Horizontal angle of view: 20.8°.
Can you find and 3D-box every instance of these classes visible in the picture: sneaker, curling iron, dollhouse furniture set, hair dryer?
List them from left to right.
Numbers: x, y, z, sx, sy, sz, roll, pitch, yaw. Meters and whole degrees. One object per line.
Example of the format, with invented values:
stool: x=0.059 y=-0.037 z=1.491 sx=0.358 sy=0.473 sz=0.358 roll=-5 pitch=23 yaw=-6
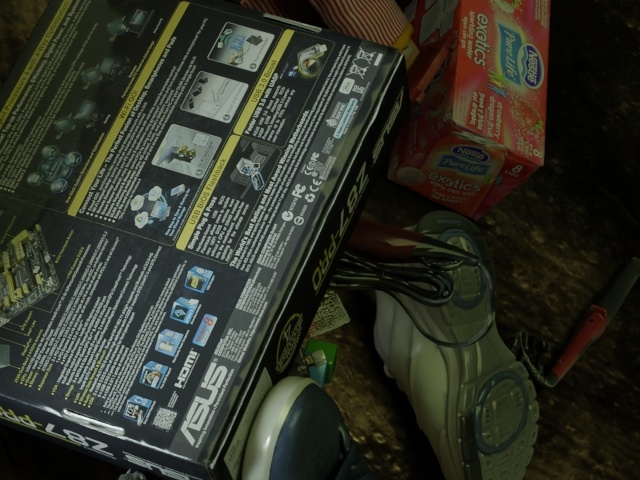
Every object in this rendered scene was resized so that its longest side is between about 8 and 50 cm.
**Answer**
dollhouse furniture set: x=-0.033 y=-0.143 z=1.677 sx=0.201 sy=0.152 sz=0.374 roll=52 pitch=44 yaw=-22
hair dryer: x=0.000 y=0.000 z=1.519 sx=0.223 sy=0.080 sz=0.293 roll=-14 pitch=59 yaw=-24
sneaker: x=0.047 y=0.248 z=1.408 sx=0.131 sy=0.148 sz=0.350 roll=-57 pitch=143 yaw=-35
sneaker: x=0.122 y=0.122 z=1.694 sx=0.111 sy=0.129 sz=0.297 roll=-12 pitch=89 yaw=-41
curling iron: x=0.285 y=0.081 z=1.878 sx=0.068 sy=0.035 sz=0.274 roll=53 pitch=47 yaw=3

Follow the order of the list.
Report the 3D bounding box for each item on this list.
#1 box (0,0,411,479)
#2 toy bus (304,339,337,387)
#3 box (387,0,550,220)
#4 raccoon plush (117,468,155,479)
box: x=-0.142 y=-0.019 z=1.422 sx=0.318 sy=0.097 sz=0.395 roll=17 pitch=66 yaw=15
toy bus: x=-0.055 y=0.189 z=1.520 sx=0.104 sy=0.202 sz=0.191 roll=11 pitch=59 yaw=7
box: x=0.163 y=-0.170 z=1.885 sx=0.122 sy=0.128 sz=0.257 roll=24 pitch=51 yaw=-22
raccoon plush: x=-0.203 y=0.280 z=1.150 sx=0.299 sy=0.446 sz=0.216 roll=-18 pitch=93 yaw=-13
